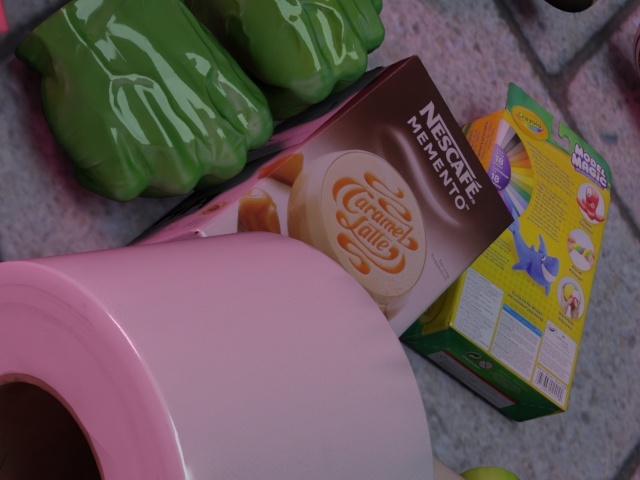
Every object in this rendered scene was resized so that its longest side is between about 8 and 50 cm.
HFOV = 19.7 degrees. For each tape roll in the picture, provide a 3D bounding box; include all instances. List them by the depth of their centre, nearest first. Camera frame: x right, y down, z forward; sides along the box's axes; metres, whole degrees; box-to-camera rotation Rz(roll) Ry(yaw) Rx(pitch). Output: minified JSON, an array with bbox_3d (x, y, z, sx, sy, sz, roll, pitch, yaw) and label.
[{"bbox_3d":[-0.085,0.122,0.975,0.169,0.246,0.246,-7,81,-45],"label":"tape roll"}]

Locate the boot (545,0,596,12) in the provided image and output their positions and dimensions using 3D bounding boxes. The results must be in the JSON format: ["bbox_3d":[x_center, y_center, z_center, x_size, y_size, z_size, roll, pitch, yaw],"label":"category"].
[{"bbox_3d":[0.116,-0.218,1.405,0.198,0.077,0.137,42,55,-8],"label":"boot"}]

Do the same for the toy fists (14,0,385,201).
[{"bbox_3d":[-0.067,-0.121,1.181,0.142,0.096,0.279,52,49,-3],"label":"toy fists"}]

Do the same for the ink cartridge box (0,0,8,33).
[{"bbox_3d":[-0.268,-0.210,0.992,0.158,0.092,0.218,-1,77,-65],"label":"ink cartridge box"}]

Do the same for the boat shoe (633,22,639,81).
[{"bbox_3d":[0.350,-0.027,1.507,0.340,0.127,0.158,53,40,-17],"label":"boat shoe"}]

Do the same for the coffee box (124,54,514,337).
[{"bbox_3d":[0.000,0.000,1.195,0.246,0.098,0.141,-43,106,-42],"label":"coffee box"}]

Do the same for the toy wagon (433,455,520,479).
[{"bbox_3d":[0.098,0.249,1.170,0.344,0.068,0.267,39,29,-28],"label":"toy wagon"}]

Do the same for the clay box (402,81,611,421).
[{"bbox_3d":[0.143,0.006,1.359,0.127,0.053,0.222,37,53,-28],"label":"clay box"}]
